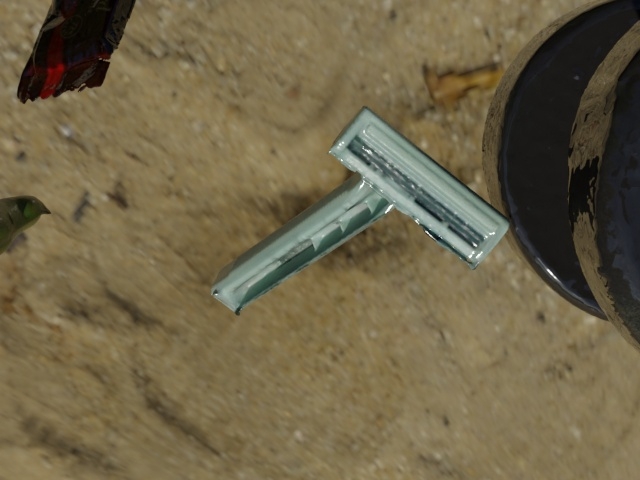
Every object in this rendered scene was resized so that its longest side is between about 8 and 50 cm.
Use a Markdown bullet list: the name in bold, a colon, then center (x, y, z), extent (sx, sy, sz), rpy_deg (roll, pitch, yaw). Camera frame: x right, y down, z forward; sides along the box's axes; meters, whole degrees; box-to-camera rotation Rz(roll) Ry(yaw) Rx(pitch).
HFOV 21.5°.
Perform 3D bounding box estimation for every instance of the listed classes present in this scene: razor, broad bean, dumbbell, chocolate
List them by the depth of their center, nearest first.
- **dumbbell**: center (0.206, -0.037, 0.881), extent (0.204, 0.322, 0.203), rpy_deg (0, 96, -4)
- **razor**: center (0.004, -0.008, 1.068), extent (0.111, 0.278, 0.056), rpy_deg (38, 62, -14)
- **chocolate**: center (-0.148, -0.169, 1.114), extent (0.086, 0.028, 0.182), rpy_deg (-2, 55, 37)
- **broad bean**: center (-0.275, -0.001, 1.187), extent (0.061, 0.195, 0.046), rpy_deg (-36, 72, 30)
